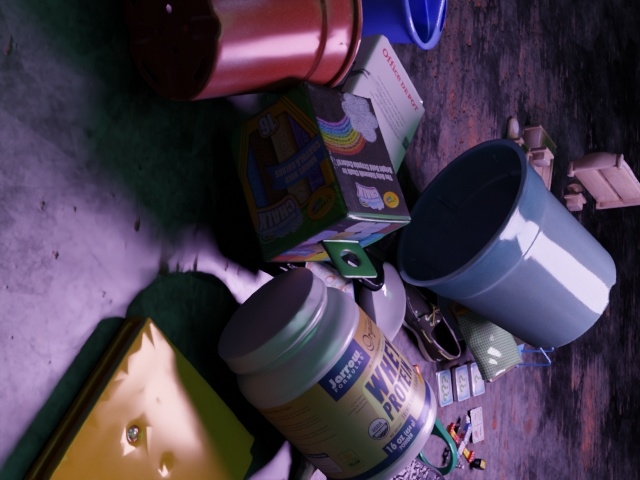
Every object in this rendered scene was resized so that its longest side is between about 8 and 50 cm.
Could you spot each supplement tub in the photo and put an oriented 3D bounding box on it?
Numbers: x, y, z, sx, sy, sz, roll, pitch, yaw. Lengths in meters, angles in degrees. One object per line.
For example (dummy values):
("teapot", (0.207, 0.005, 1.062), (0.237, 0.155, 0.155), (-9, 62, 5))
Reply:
("supplement tub", (0.011, 0.218, 1.465), (0.316, 0.228, 0.228), (48, 49, -21))

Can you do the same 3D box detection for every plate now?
("plate", (0.300, 0.130, 2.063), (0.188, 0.024, 0.188), (10, 77, -52))

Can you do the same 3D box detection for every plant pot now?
("plant pot", (0.388, 0.031, 1.851), (0.334, 0.341, 0.341), (36, 56, -23))
("plant pot", (-0.125, -0.327, 1.363), (0.265, 0.272, 0.272), (-22, 104, -44))

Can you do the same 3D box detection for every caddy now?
("caddy", (0.162, -0.538, 1.778), (0.241, 0.179, 0.341), (-46, 132, -53))

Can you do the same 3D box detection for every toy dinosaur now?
("toy dinosaur", (0.006, 0.378, 1.610), (0.118, 0.064, 0.268), (36, 58, -29))

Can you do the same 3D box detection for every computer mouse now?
("computer mouse", (0.153, 0.462, 1.798), (0.272, 0.072, 0.188), (46, 53, -25))

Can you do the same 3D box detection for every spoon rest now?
("spoon rest", (0.102, 0.159, 1.744), (0.137, 0.084, 0.276), (58, 45, -32))

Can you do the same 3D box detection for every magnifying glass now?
("magnifying glass", (0.219, 0.369, 1.888), (0.026, 0.092, 0.231), (-16, 88, -50))

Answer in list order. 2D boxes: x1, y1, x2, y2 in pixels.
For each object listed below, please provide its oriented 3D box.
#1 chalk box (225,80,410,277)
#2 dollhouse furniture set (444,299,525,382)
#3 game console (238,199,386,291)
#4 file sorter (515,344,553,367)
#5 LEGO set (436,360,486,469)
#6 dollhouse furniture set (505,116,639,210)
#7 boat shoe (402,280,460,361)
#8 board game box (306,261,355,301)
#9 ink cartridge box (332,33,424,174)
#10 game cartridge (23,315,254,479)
("chalk box", (0.006, -0.069, 1.439), (0.180, 0.179, 0.289), (3, 66, -51))
("dollhouse furniture set", (0.439, 0.161, 2.046), (0.301, 0.151, 0.197), (-18, 76, -51))
("game console", (0.000, 0.000, 1.620), (0.361, 0.044, 0.213), (32, 55, -41))
("file sorter", (0.522, 0.213, 2.286), (0.118, 0.104, 0.170), (49, 50, -38))
("LEGO set", (0.333, 0.401, 2.052), (0.182, 0.060, 0.244), (-4, 90, -50))
("dollhouse furniture set", (0.691, -0.226, 2.352), (0.303, 0.355, 0.174), (37, 57, -45))
("boat shoe", (0.223, 0.165, 1.916), (0.228, 0.069, 0.081), (57, 45, -33))
("board game box", (0.004, 0.075, 1.667), (0.154, 0.026, 0.103), (-10, 94, -53))
("ink cartridge box", (0.070, -0.218, 1.714), (0.198, 0.115, 0.273), (54, 47, -35))
("game cartridge", (-0.236, 0.316, 1.305), (0.323, 0.053, 0.285), (58, 44, -35))
